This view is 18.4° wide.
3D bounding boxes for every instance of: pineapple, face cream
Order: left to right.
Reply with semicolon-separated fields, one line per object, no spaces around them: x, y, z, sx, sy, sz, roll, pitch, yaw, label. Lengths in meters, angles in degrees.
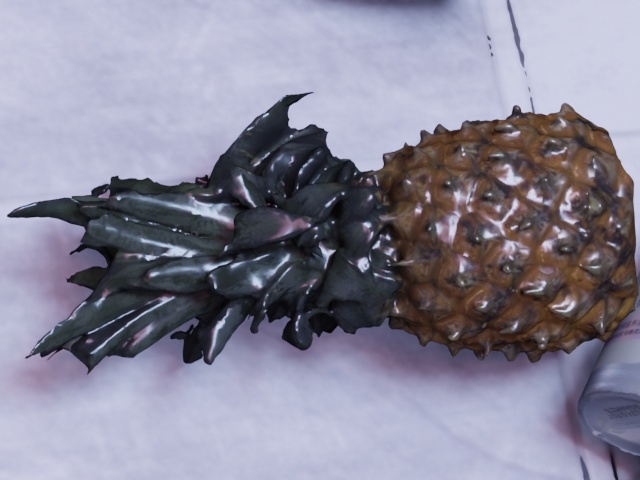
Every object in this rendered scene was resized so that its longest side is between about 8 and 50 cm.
0.001;-0.004;1.157;0.365;0.165;0.165;-1;73;-10;pineapple
0.249;0.008;1.224;0.073;0.107;0.269;42;63;-22;face cream
